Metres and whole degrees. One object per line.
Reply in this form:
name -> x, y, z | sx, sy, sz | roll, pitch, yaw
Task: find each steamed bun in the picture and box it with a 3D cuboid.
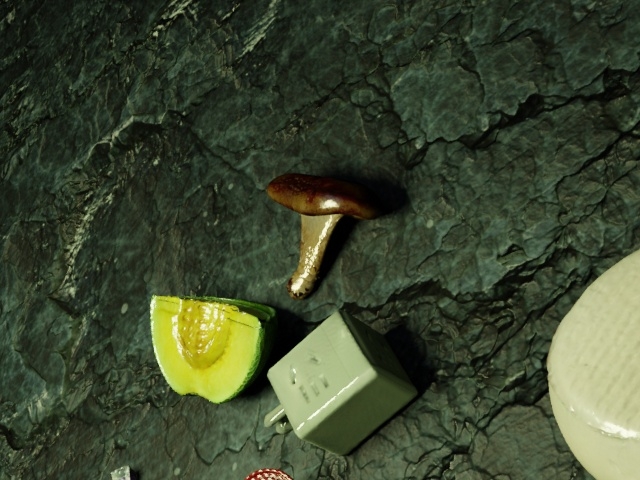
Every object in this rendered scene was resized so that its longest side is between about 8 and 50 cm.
steamed bun -> 0.462, 0.167, 1.214 | 0.374, 0.241, 0.374 | -23, 30, 14

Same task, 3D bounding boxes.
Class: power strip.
power strip -> 0.011, 0.240, 1.609 | 0.224, 0.139, 0.140 | -42, 49, 11

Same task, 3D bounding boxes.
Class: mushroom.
mushroom -> 0.000, 0.000, 1.776 | 0.227, 0.148, 0.218 | 10, 92, 50

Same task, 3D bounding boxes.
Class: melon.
melon -> -0.169, 0.188, 1.799 | 0.265, 0.129, 0.169 | 9, 95, 37

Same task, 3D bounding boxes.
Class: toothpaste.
toothpaste -> -0.332, 0.494, 1.807 | 0.040, 0.047, 0.196 | -21, 54, 10

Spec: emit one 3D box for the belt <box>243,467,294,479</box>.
belt -> -0.055, 0.454, 1.562 | 0.128, 0.124, 0.201 | -20, 59, 5
